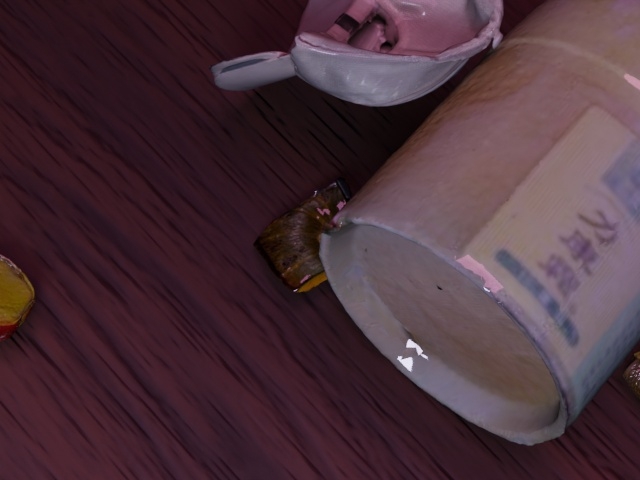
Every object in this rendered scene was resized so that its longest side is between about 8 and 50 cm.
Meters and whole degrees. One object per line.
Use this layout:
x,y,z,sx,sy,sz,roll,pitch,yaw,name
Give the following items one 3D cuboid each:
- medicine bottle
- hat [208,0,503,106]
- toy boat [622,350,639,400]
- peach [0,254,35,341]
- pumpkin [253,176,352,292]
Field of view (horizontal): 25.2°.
0.213,-0.064,1.120,0.236,0.236,0.406,39,68,12,medicine bottle
0.032,-0.155,1.162,0.164,0.226,0.219,41,57,0,hat
0.301,0.146,1.135,0.049,0.047,0.149,-37,70,-6,toy boat
-0.269,0.046,1.119,0.083,0.050,0.077,33,42,0,peach
-0.002,0.000,1.181,0.101,0.035,0.073,-32,60,-15,pumpkin
